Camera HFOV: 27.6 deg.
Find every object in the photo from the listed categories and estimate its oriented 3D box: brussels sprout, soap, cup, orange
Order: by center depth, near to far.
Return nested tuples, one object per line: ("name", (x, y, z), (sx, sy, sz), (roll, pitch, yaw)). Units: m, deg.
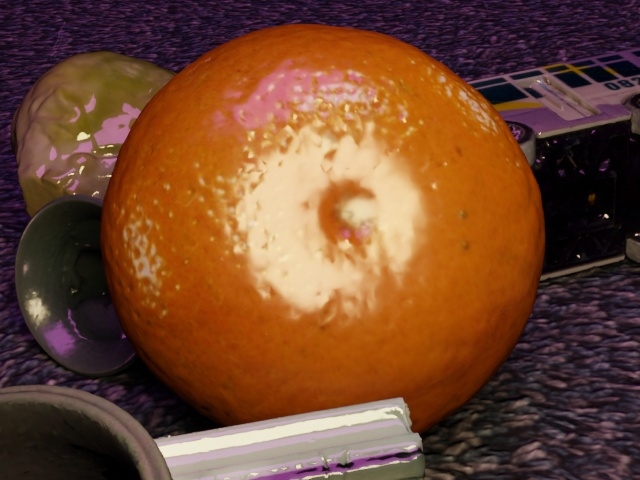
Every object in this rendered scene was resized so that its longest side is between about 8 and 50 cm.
("soap", (-0.037, 0.227, 1.101), (0.261, 0.150, 0.094), (-9, 33, -11))
("orange", (0.000, 0.000, 1.265), (0.423, 0.424, 0.326), (-8, -6, -8))
("cup", (-0.219, 0.039, 1.456), (0.199, 0.199, 0.150), (14, 15, 27))
("brussels sprout", (-0.257, -0.104, 1.635), (0.316, 0.243, 0.274), (-15, 51, -41))

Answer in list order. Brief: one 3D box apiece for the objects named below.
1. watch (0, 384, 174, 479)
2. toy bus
("watch", (-0.237, 0.267, 0.870), (0.335, 0.314, 0.327), (-10, 42, 10))
("toy bus", (0.295, -0.091, 1.579), (0.439, 0.209, 0.249), (-13, 29, -14))
